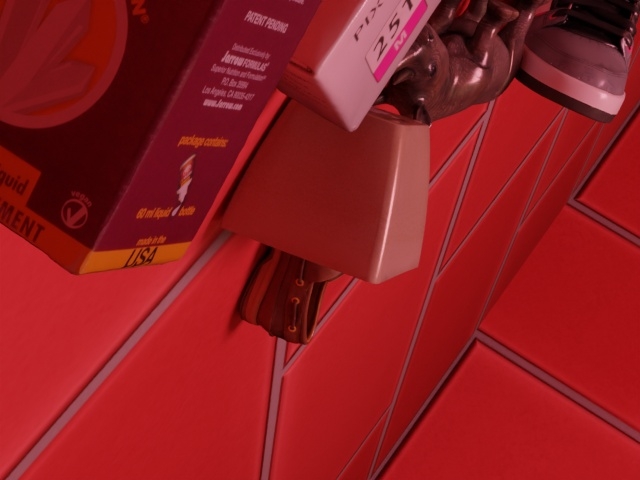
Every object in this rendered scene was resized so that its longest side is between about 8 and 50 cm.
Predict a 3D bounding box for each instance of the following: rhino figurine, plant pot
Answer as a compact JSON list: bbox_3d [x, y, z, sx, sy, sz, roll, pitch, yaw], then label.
[{"bbox_3d":[0.096,-0.135,0.953,0.243,0.073,0.106,-32,149,-60],"label":"rhino figurine"},{"bbox_3d":[0.015,-0.040,0.829,0.109,0.109,0.096,-17,125,-70],"label":"plant pot"}]

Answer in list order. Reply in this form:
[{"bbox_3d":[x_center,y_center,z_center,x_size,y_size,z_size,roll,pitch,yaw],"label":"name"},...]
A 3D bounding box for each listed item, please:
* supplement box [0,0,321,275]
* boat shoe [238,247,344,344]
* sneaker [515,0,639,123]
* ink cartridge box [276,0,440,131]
[{"bbox_3d":[-0.058,-0.095,0.421,0.188,0.104,0.081,-61,166,12],"label":"supplement box"},{"bbox_3d":[0.000,0.000,0.942,0.064,0.060,0.178,-36,155,-57],"label":"boat shoe"},{"bbox_3d":[0.245,-0.221,1.103,0.295,0.124,0.178,-77,-168,-64],"label":"sneaker"},{"bbox_3d":[0.050,-0.207,0.658,0.275,0.060,0.239,-57,168,-1],"label":"ink cartridge box"}]
